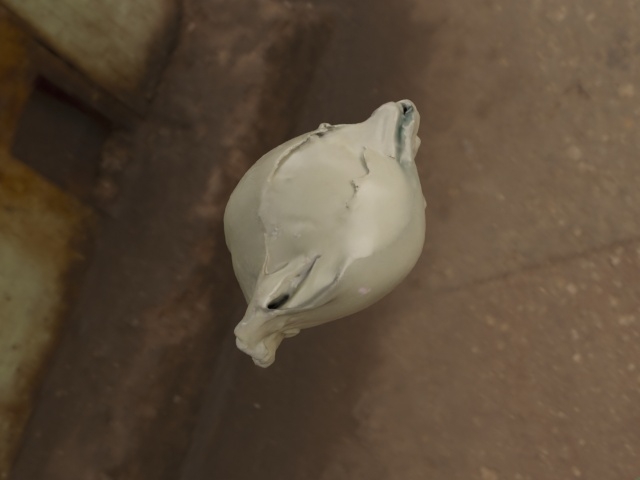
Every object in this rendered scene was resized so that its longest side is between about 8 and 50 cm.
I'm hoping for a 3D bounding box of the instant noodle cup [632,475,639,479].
[{"bbox_3d":[0.377,0.373,1.587,0.235,0.235,0.178,43,121,42],"label":"instant noodle cup"}]

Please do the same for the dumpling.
[{"bbox_3d":[0.000,0.000,0.855,0.108,0.127,0.188,32,58,5],"label":"dumpling"}]
